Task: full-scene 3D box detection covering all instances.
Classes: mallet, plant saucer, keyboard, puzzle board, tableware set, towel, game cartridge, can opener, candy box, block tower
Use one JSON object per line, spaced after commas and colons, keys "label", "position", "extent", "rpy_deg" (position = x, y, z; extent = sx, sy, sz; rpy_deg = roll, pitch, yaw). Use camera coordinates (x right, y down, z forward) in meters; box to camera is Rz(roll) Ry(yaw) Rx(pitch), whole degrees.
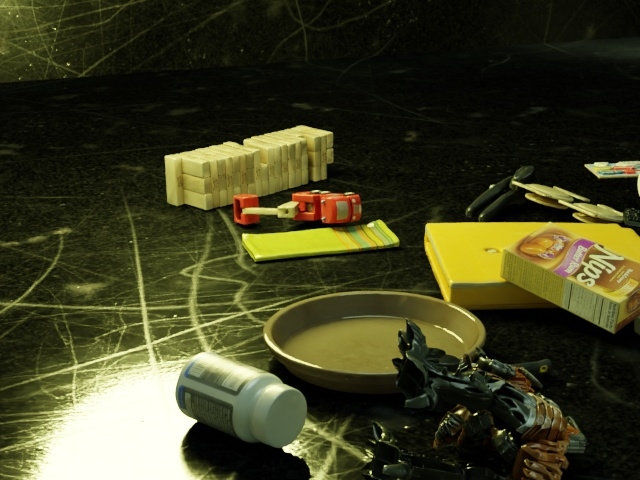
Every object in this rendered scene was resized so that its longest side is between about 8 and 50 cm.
{"label": "mallet", "position": [0.196, 0.166, 1.479], "extent": [0.190, 0.062, 0.039], "rpy_deg": [5, 13, -37]}
{"label": "plant saucer", "position": [0.067, 0.127, 1.584], "extent": [0.278, 0.041, 0.278], "rpy_deg": [0, 17, 0]}
{"label": "keyboard", "position": [0.584, -0.037, 2.043], "extent": [0.192, 0.038, 0.100], "rpy_deg": [10, 19, 3]}
{"label": "puzzle board", "position": [0.585, -0.138, 2.444], "extent": [0.128, 0.011, 0.096], "rpy_deg": [-2, 18, -5]}
{"label": "tableware set", "position": [0.421, -0.051, 2.127], "extent": [0.128, 0.039, 0.194], "rpy_deg": [4, 16, -42]}
{"label": "towel", "position": [0.000, 0.000, 2.013], "extent": [0.237, 0.021, 0.102], "rpy_deg": [-6, 18, -15]}
{"label": "game cartridge", "position": [0.328, 0.035, 1.859], "extent": [0.324, 0.052, 0.285], "rpy_deg": [1, 18, -2]}
{"label": "can opener", "position": [0.305, -0.075, 2.184], "extent": [0.059, 0.073, 0.186], "rpy_deg": [22, 37, 33]}
{"label": "candy box", "position": [0.346, 0.046, 1.683], "extent": [0.187, 0.053, 0.109], "rpy_deg": [29, 40, 36]}
{"label": "block tower", "position": [-0.124, -0.135, 2.325], "extent": [0.335, 0.091, 0.097], "rpy_deg": [-17, 23, -40]}

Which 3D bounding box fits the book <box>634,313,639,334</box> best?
{"label": "book", "position": [0.491, 0.113, 1.629], "extent": [0.144, 0.035, 0.096], "rpy_deg": [-7, 20, -13]}

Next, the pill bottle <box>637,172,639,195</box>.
{"label": "pill bottle", "position": [0.641, -0.102, 2.171], "extent": [0.180, 0.108, 0.108], "rpy_deg": [-8, 19, -22]}

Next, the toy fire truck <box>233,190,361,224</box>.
{"label": "toy fire truck", "position": [-0.040, -0.053, 2.104], "extent": [0.135, 0.047, 0.192], "rpy_deg": [-9, 10, -39]}

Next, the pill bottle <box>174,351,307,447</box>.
{"label": "pill bottle", "position": [-0.086, 0.174, 1.376], "extent": [0.137, 0.078, 0.078], "rpy_deg": [15, 24, 40]}

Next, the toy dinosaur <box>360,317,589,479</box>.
{"label": "toy dinosaur", "position": [0.171, 0.182, 1.254], "extent": [0.218, 0.164, 0.322], "rpy_deg": [14, -5, -7]}
